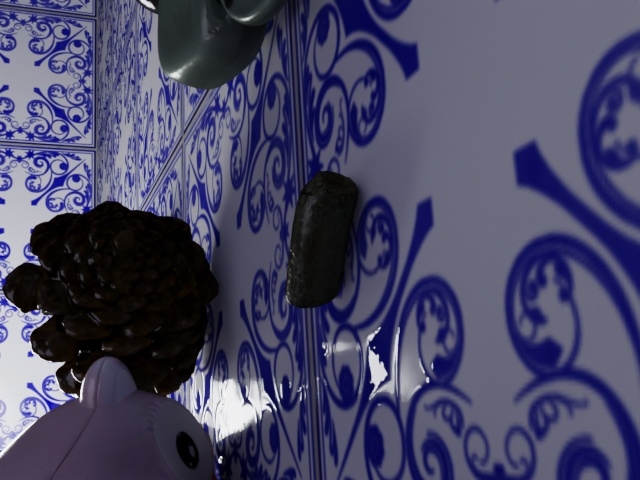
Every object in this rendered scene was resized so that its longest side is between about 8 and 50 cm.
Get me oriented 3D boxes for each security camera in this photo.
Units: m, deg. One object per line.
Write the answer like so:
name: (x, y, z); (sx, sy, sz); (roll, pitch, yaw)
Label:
security camera: (-0.067, -0.243, 0.683); (0.301, 0.080, 0.157); (-16, 71, 57)

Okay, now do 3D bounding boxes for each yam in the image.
yam: (0.000, 0.000, 0.532); (0.043, 0.043, 0.094); (-130, 44, -59)

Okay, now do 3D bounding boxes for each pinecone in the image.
pinecone: (-0.245, 0.083, 0.911); (0.309, 0.244, 0.244); (97, 161, -44)

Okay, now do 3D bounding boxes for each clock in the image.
clock: (-0.240, 0.339, 0.750); (0.368, 0.250, 0.377); (72, -159, -52)

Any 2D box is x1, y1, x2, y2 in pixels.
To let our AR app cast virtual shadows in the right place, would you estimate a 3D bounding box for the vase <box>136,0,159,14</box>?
vase: (-0.162, -0.331, 0.897); (0.183, 0.120, 0.120); (22, 110, 48)
